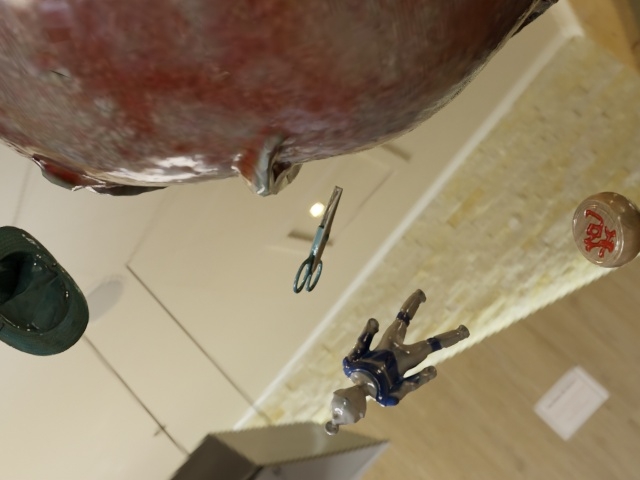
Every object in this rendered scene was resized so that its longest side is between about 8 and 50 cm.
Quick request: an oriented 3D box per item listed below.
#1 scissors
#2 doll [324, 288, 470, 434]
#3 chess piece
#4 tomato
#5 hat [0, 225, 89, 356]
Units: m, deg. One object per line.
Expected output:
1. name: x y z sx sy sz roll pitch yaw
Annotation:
1. scissors: 0.000 0.000 1.052 0.058 0.014 0.119 -3 -67 -65
2. doll: 0.079 0.161 1.281 0.227 0.114 0.057 -40 -20 -24
3. chess piece: 0.311 -0.012 1.086 0.038 0.084 0.084 -18 -32 -30
4. tomato: -0.044 -0.165 0.433 0.316 0.316 0.282 -35 -58 -26
5. hat: -0.402 0.071 1.335 0.078 0.191 0.138 -12 36 49
